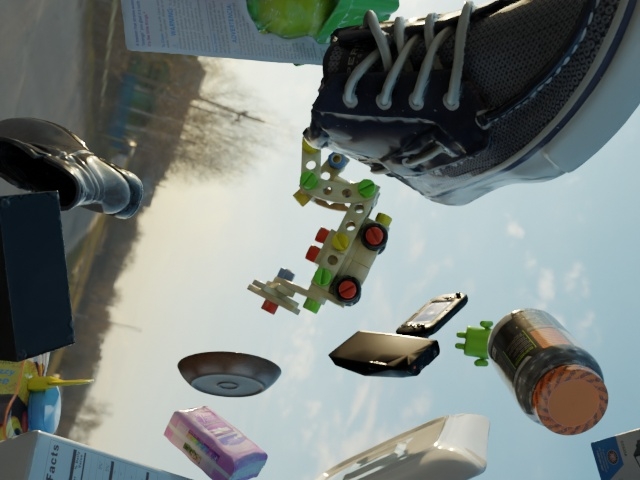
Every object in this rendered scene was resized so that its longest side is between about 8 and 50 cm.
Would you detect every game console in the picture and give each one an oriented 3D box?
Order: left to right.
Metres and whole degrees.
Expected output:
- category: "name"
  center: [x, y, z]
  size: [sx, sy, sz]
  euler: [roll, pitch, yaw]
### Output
- category: "game console"
  center: [0.198, 0.202, 1.648]
  size: [0.213, 0.361, 0.044]
  euler: [1, -67, 41]

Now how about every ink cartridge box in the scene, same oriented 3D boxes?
- category: "ink cartridge box"
  center: [0.525, 0.348, 1.098]
  size: [0.191, 0.082, 0.139]
  euler: [-32, -128, 35]

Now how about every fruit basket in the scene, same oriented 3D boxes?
- category: "fruit basket"
  center: [-0.089, -0.361, 0.949]
  size: [0.165, 0.353, 0.327]
  euler: [131, -49, -62]

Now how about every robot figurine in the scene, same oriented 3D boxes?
- category: "robot figurine"
  center: [0.349, 0.221, 1.586]
  size: [0.067, 0.115, 0.101]
  euler: [17, 81, -80]

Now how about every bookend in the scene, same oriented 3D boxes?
- category: "bookend"
  center: [-0.337, 0.034, 0.739]
  size: [0.157, 0.072, 0.156]
  euler: [-2, -83, 29]

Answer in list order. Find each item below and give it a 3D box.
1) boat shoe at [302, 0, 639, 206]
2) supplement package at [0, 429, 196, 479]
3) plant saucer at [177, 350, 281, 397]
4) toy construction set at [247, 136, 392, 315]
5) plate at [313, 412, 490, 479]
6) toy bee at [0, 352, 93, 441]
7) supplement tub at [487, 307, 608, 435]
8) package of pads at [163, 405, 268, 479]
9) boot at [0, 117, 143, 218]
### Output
- category: "boat shoe"
  center: [0.083, -0.110, 0.506]
  size: [0.340, 0.158, 0.127]
  euler: [135, -28, -73]
- category: "supplement package"
  center: [-0.187, 0.226, 0.562]
  size: [0.105, 0.179, 0.105]
  euler: [-21, -128, 29]
- category: "plant saucer"
  center: [-0.173, 0.260, 1.391]
  size: [0.198, 0.199, 0.036]
  euler: [132, -34, -55]
- category: "toy construction set"
  center: [0.000, 0.000, 1.284]
  size: [0.327, 0.215, 0.151]
  euler: [-65, 172, 7]
- category: "plate"
  center: [0.075, 0.289, 0.910]
  size: [0.045, 0.277, 0.278]
  euler: [63, 11, 9]
- category: "toy bee"
  center: [-0.374, 0.203, 0.892]
  size: [0.162, 0.195, 0.298]
  euler: [95, -28, -64]
- category: "supplement tub"
  center: [0.305, 0.176, 0.994]
  size: [0.190, 0.117, 0.117]
  euler: [-100, -151, -74]
- category: "package of pads"
  center: [-0.092, 0.181, 0.648]
  size: [0.083, 0.050, 0.032]
  euler: [31, -79, 29]
- category: "boot"
  center: [-0.479, -0.141, 1.224]
  size: [0.118, 0.338, 0.223]
  euler: [-70, 162, 4]
